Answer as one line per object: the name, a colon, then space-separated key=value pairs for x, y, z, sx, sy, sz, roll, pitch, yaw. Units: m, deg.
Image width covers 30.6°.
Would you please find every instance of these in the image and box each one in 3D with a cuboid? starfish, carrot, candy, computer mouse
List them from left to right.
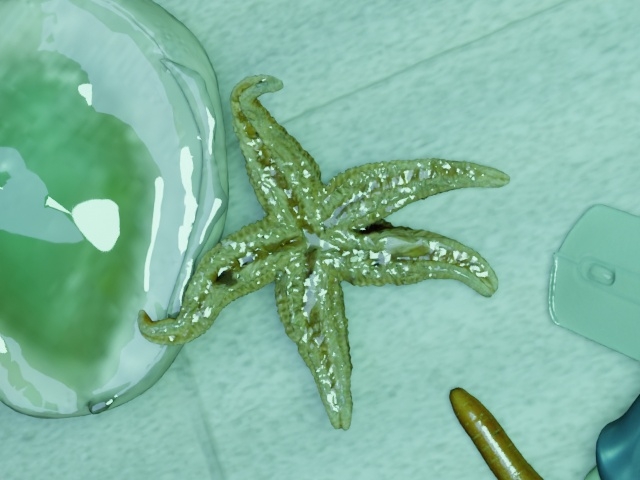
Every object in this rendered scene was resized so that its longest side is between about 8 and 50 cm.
candy: x=-0.271 y=-0.055 z=1.183 sx=0.386 sy=0.186 sz=0.427 roll=27 pitch=93 yaw=-1
starfish: x=-0.003 y=-0.003 z=1.110 sx=0.375 sy=0.094 sz=0.327 roll=-34 pitch=101 yaw=-6
carrot: x=0.199 y=0.241 z=1.105 sx=0.043 sy=0.043 sz=0.248 roll=-39 pitch=77 yaw=14
computer mouse: x=0.315 y=0.052 z=1.051 sx=0.230 sy=0.079 sz=0.128 roll=19 pitch=93 yaw=21

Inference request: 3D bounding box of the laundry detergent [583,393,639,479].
laundry detergent: x=0.328 y=0.163 z=0.997 sx=0.143 sy=0.094 sz=0.290 roll=31 pitch=131 yaw=-4
